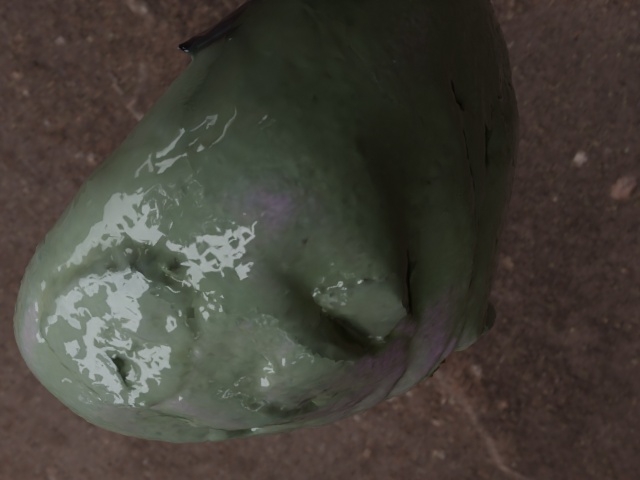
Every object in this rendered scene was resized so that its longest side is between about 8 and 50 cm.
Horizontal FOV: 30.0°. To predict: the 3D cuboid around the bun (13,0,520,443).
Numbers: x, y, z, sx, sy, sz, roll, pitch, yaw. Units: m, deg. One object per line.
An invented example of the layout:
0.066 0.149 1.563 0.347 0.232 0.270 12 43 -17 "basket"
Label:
0.000 0.000 0.594 0.187 0.293 0.293 41 137 4 "bun"
